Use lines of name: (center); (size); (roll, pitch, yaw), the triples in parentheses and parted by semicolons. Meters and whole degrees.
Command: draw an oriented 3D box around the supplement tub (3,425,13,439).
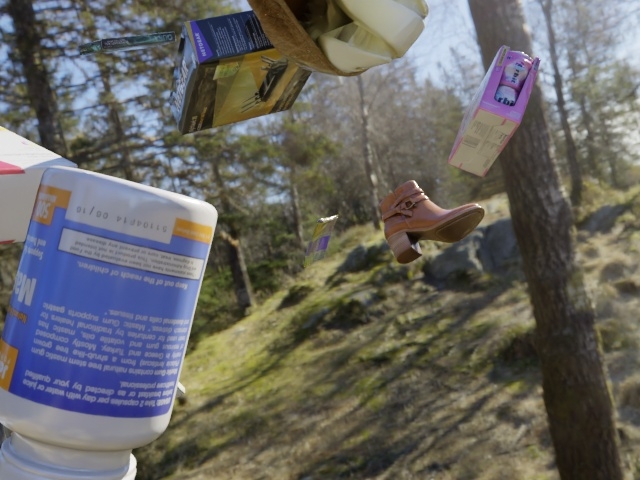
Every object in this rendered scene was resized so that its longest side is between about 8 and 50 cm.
supplement tub: (-0.459, 0.356, 1.190); (0.116, 0.191, 0.117); (-21, -19, -8)

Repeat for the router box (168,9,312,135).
router box: (-0.140, -0.310, 1.297); (0.242, 0.081, 0.309); (-17, -8, -19)

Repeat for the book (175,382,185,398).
book: (-0.407, 0.361, 1.667); (0.144, 0.096, 0.035); (-32, 32, 7)

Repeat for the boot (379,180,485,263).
boot: (0.206, -0.059, 1.361); (0.197, 0.152, 0.073); (-26, -41, 15)

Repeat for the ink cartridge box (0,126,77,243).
ink cartridge box: (-0.573, -0.106, 1.108); (0.306, 0.131, 0.226); (26, 21, 26)

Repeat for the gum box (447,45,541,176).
gum box: (0.250, -0.185, 1.026); (0.062, 0.107, 0.188); (22, -19, 3)

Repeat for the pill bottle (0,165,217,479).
pill bottle: (-0.190, 0.085, 0.603); (0.152, 0.272, 0.152); (14, -2, 1)

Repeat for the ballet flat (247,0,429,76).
ballet flat: (0.008, -0.189, 0.486); (0.116, 0.124, 0.342); (-53, -26, -1)

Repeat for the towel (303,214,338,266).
towel: (0.000, 0.000, 1.096); (0.009, 0.083, 0.060); (28, 21, 21)

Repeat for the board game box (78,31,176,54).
board game box: (-0.445, -0.454, 1.629); (0.186, 0.026, 0.126); (-20, 18, -37)
